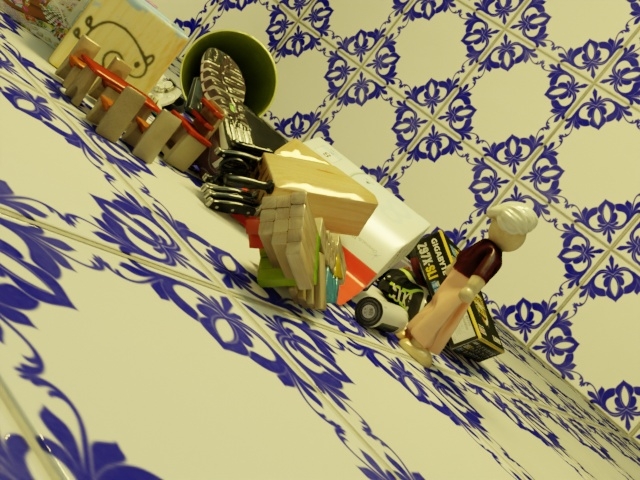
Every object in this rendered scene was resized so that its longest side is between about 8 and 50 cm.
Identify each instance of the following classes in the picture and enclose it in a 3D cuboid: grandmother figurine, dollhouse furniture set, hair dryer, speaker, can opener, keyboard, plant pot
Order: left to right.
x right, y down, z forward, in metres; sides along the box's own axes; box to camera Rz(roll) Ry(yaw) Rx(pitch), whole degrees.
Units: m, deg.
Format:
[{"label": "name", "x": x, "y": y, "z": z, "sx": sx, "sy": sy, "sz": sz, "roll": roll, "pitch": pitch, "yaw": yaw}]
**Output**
[{"label": "can opener", "x": -0.446, "y": -0.410, "z": 2.231, "sx": 0.280, "sy": 0.074, "sz": 0.093, "roll": 44, "pitch": -25, "yaw": 28}, {"label": "dollhouse furniture set", "x": -0.306, "y": -0.244, "z": 1.544, "sx": 0.259, "sy": 0.135, "sz": 0.262, "roll": 32, "pitch": 10, "yaw": -42}, {"label": "plant pot", "x": -0.288, "y": -0.450, "z": 2.577, "sx": 0.275, "sy": 0.275, "sz": 0.293, "roll": 37, "pitch": -8, "yaw": -12}, {"label": "keyboard", "x": -0.207, "y": -0.254, "z": 2.191, "sx": 0.317, "sy": 0.033, "sz": 0.201, "roll": 33, "pitch": 44, "yaw": -30}, {"label": "speaker", "x": 0.110, "y": 0.134, "z": 1.574, "sx": 0.055, "sy": 0.055, "sz": 0.136, "roll": 42, "pitch": 7, "yaw": 25}, {"label": "hair dryer", "x": 0.239, "y": 0.105, "z": 2.128, "sx": 0.293, "sy": 0.080, "sz": 0.223, "roll": 60, "pitch": 6, "yaw": 19}, {"label": "grandmother figurine", "x": 0.275, "y": 0.069, "z": 1.635, "sx": 0.104, "sy": 0.342, "sz": 0.208, "roll": 36, "pitch": 8, "yaw": -18}]

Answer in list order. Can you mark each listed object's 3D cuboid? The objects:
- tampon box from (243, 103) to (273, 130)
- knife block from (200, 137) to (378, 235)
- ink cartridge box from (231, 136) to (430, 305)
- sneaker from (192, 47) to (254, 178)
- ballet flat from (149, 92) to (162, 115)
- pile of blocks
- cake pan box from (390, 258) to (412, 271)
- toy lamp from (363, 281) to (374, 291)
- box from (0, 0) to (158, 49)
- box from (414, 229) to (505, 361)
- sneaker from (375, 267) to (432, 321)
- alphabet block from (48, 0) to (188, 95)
[{"label": "tampon box", "x": -0.220, "y": -0.295, "z": 2.353, "sx": 0.101, "sy": 0.120, "sz": 0.161, "roll": 33, "pitch": 9, "yaw": -31}, {"label": "knife block", "x": -0.064, "y": -0.076, "z": 1.557, "sx": 0.276, "sy": 0.088, "sz": 0.242, "roll": 36, "pitch": 37, "yaw": 7}, {"label": "ink cartridge box", "x": 0.016, "y": -0.053, "z": 1.697, "sx": 0.308, "sy": 0.091, "sz": 0.385, "roll": 40, "pitch": 26, "yaw": 10}, {"label": "sneaker", "x": -0.228, "y": -0.238, "z": 1.727, "sx": 0.106, "sy": 0.162, "sz": 0.281, "roll": 24, "pitch": 43, "yaw": -41}, {"label": "ballet flat", "x": -0.379, "y": -0.306, "z": 1.961, "sx": 0.041, "sy": 0.041, "sz": 0.114, "roll": 43, "pitch": 8, "yaw": 30}, {"label": "pile of blocks", "x": -0.044, "y": 0.038, "z": 1.326, "sx": 0.113, "sy": 0.149, "sz": 0.362, "roll": -3, "pitch": -13, "yaw": 11}, {"label": "cake pan box", "x": 0.106, "y": -0.004, "z": 2.378, "sx": 0.267, "sy": 0.070, "sz": 0.246, "roll": 33, "pitch": 7, "yaw": -36}, {"label": "toy lamp", "x": 0.000, "y": 0.000, "z": 1.773, "sx": 0.275, "sy": 0.080, "sz": 0.080, "roll": 39, "pitch": 7, "yaw": 3}, {"label": "box", "x": -0.513, "y": -0.494, "z": 1.823, "sx": 0.293, "sy": 0.201, "sz": 0.057, "roll": 37, "pitch": 8, "yaw": -17}, {"label": "box", "x": 0.321, "y": 0.136, "z": 2.020, "sx": 0.322, "sy": 0.079, "sz": 0.257, "roll": 33, "pitch": 35, "yaw": -65}, {"label": "sneaker", "x": 0.178, "y": 0.124, "z": 1.993, "sx": 0.097, "sy": 0.084, "sz": 0.234, "roll": 11, "pitch": 14, "yaw": -15}, {"label": "alphabet block", "x": -0.396, "y": -0.385, "z": 1.741, "sx": 0.192, "sy": 0.197, "sz": 0.193, "roll": 35, "pitch": 7, "yaw": -18}]
